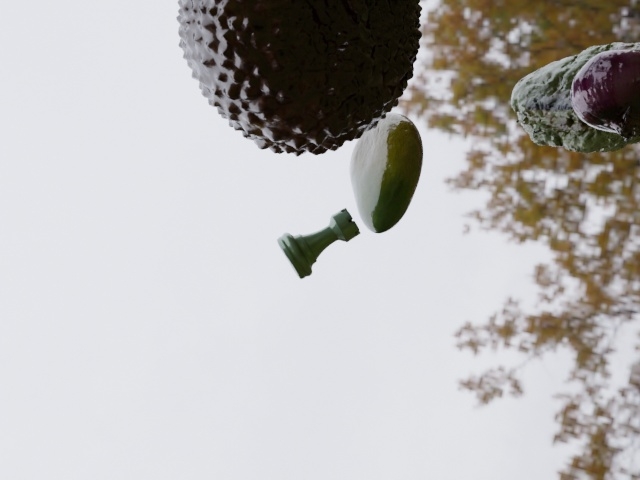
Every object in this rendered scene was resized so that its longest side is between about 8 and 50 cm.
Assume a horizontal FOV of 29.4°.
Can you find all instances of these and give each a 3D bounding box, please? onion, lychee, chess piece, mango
[{"bbox_3d":[0.322,-0.150,1.282,0.115,0.115,0.104,38,-136,-46],"label":"onion"},{"bbox_3d":[-0.026,-0.230,1.309,0.276,0.304,0.275,6,-104,-27],"label":"lychee"},{"bbox_3d":[0.000,0.000,1.621,0.103,0.067,0.067,-31,-53,-2],"label":"chess piece"},{"bbox_3d":[0.106,-0.112,1.899,0.091,0.237,0.137,24,-61,-22],"label":"mango"}]

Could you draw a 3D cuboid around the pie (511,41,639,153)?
[{"bbox_3d":[0.350,-0.185,1.517,0.201,0.248,0.090,-49,-55,-37],"label":"pie"}]
